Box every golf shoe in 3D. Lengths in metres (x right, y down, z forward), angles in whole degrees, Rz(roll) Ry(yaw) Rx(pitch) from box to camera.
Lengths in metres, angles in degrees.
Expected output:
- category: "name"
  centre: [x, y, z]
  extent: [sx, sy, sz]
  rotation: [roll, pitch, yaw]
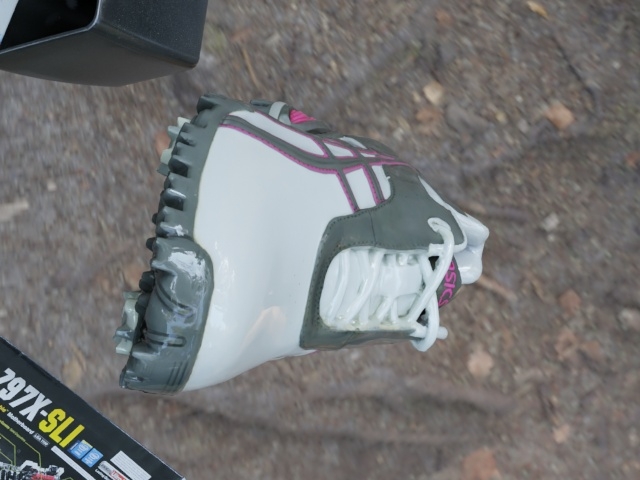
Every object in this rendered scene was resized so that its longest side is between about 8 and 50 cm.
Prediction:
- category: "golf shoe"
  centre: [0.000, 0.000, 0.645]
  extent: [0.120, 0.273, 0.105]
  rotation: [17, 105, 9]

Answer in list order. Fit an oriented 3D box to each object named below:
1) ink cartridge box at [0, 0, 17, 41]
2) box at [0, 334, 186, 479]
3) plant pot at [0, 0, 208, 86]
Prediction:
- category: "ink cartridge box"
  centre: [-0.340, -0.175, 1.269]
  extent: [0.128, 0.176, 0.127]
  rotation: [-9, 139, 28]
- category: "box"
  centre: [-0.324, 0.244, 1.533]
  extent: [0.257, 0.322, 0.079]
  rotation: [-43, 151, -28]
- category: "plant pot"
  centre: [-0.214, -0.248, 1.594]
  extent: [0.167, 0.188, 0.187]
  rotation: [26, 64, -46]
